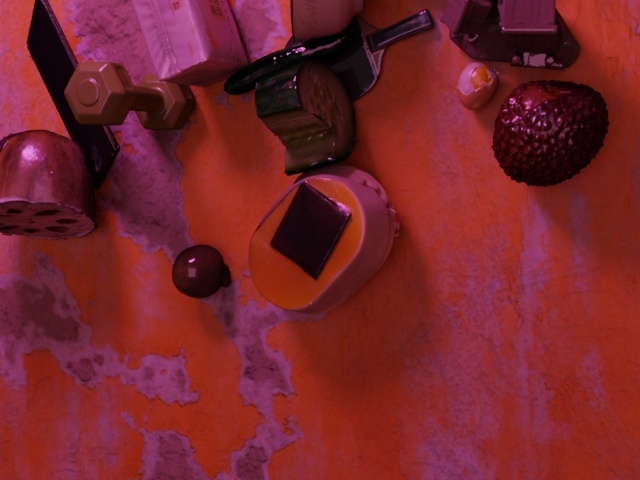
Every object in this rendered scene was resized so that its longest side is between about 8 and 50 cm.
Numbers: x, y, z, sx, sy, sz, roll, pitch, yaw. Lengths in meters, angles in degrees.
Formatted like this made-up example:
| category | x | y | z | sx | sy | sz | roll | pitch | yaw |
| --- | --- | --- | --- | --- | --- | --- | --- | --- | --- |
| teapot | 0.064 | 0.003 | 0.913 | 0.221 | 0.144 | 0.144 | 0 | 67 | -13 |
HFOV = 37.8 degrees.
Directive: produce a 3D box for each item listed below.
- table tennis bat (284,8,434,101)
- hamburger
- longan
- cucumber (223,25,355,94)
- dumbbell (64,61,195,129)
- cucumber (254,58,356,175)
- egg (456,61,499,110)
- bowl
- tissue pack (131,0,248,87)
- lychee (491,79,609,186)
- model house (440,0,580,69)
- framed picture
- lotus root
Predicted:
| category | x | y | z | sx | sy | sz | roll | pitch | yaw |
| --- | --- | --- | --- | --- | --- | --- | --- | --- | --- |
| table tennis bat | 0.064 | -0.350 | 1.713 | 0.301 | 0.022 | 0.173 | -21 | 88 | 21 |
| hamburger | 0.000 | 0.000 | 1.709 | 0.227 | 0.151 | 0.295 | 49 | 116 | 11 |
| longan | -0.230 | 0.061 | 1.822 | 0.119 | 0.106 | 0.106 | 13 | 103 | -23 |
| cucumber | -0.062 | -0.330 | 1.726 | 0.284 | 0.056 | 0.056 | -19 | 90 | 23 |
| dumbbell | -0.342 | -0.260 | 1.710 | 0.108 | 0.302 | 0.121 | -29 | 84 | 19 |
| cucumber | -0.027 | -0.228 | 1.662 | 0.130 | 0.191 | 0.191 | -17 | 90 | 21 |
| egg | 0.272 | -0.268 | 1.626 | 0.071 | 0.071 | 0.083 | 26 | 108 | 14 |
| bowl | 0.017 | -0.461 | 1.622 | 0.126 | 0.238 | 0.237 | 4 | 98 | 2 |
| tissue pack | -0.245 | -0.411 | 1.724 | 0.124 | 0.185 | 0.225 | -19 | 89 | 23 |
| lychee | 0.377 | -0.172 | 1.552 | 0.188 | 0.188 | 0.188 | 2 | 97 | 18 |
| model house | 0.313 | -0.350 | 1.538 | 0.229 | 0.188 | 0.122 | 12 | 104 | 15 |
| framed picture | -0.488 | -0.284 | 1.819 | 0.014 | 0.255 | 0.338 | -25 | 86 | -26 |
| lotus root | -0.569 | -0.112 | 1.844 | 0.272 | 0.272 | 0.192 | -7 | 81 | 19 |
